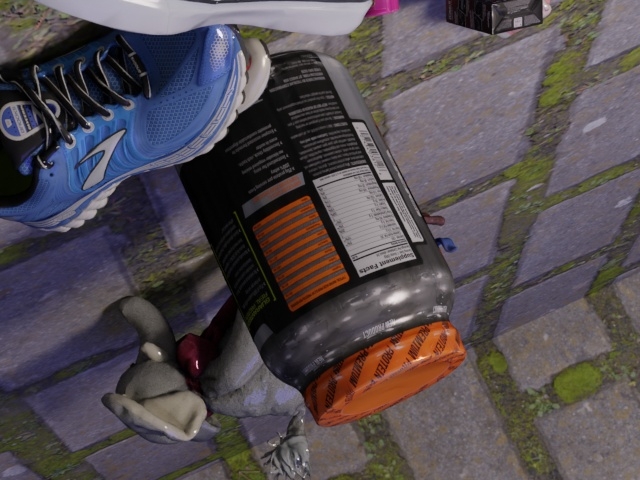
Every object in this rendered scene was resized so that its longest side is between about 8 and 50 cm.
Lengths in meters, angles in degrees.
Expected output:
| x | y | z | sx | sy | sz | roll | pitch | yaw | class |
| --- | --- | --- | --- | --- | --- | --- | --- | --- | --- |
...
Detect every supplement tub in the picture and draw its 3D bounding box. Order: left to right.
| x | y | z | sx | sy | sz | roll | pitch | yaw | class |
| --- | --- | --- | --- | --- | --- | --- | --- | --- | --- |
| 0.000 | 0.000 | 1.482 | 0.207 | 0.338 | 0.207 | -23 | 163 | -7 | supplement tub |

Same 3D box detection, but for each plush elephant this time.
| x | y | z | sx | sy | sz | roll | pitch | yaw | class |
| --- | --- | --- | --- | --- | --- | --- | --- | --- | --- |
| -0.154 | 0.159 | 1.906 | 0.255 | 0.330 | 0.272 | -4 | 167 | -8 | plush elephant |

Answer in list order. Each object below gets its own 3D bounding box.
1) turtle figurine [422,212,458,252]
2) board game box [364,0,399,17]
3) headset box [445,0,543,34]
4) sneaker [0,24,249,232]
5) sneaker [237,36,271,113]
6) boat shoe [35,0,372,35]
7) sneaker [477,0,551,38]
| x | y | z | sx | sy | sz | roll | pitch | yaw | class |
| --- | --- | --- | --- | --- | --- | --- | --- | --- | --- |
| 0.067 | 0.074 | 2.040 | 0.274 | 0.198 | 0.266 | -32 | 158 | 9 | turtle figurine |
| 0.257 | -0.254 | 1.265 | 0.390 | 0.050 | 0.390 | -17 | -168 | -28 | board game box |
| 0.164 | -0.224 | 1.432 | 0.062 | 0.083 | 0.032 | -15 | 115 | -27 | headset box |
| -0.196 | -0.103 | 1.263 | 0.330 | 0.130 | 0.147 | -36 | 162 | 31 | sneaker |
| -0.119 | -0.136 | 1.393 | 0.161 | 0.057 | 0.075 | -31 | 168 | 27 | sneaker |
| -0.087 | -0.230 | 1.109 | 0.335 | 0.121 | 0.119 | -7 | 132 | -42 | boat shoe |
| 0.193 | -0.244 | 1.525 | 0.070 | 0.051 | 0.134 | -28 | 171 | 23 | sneaker |
